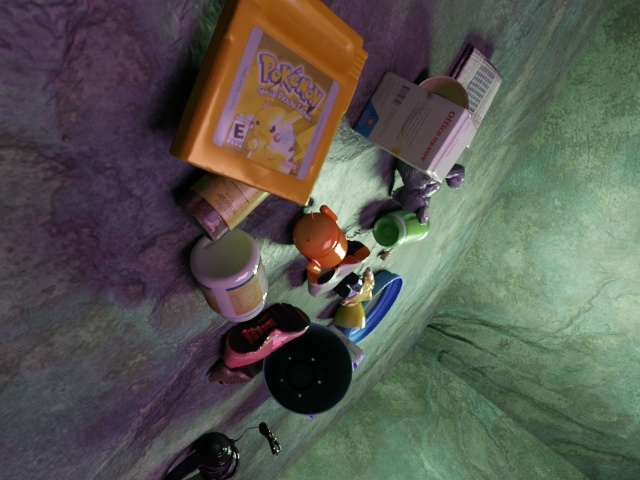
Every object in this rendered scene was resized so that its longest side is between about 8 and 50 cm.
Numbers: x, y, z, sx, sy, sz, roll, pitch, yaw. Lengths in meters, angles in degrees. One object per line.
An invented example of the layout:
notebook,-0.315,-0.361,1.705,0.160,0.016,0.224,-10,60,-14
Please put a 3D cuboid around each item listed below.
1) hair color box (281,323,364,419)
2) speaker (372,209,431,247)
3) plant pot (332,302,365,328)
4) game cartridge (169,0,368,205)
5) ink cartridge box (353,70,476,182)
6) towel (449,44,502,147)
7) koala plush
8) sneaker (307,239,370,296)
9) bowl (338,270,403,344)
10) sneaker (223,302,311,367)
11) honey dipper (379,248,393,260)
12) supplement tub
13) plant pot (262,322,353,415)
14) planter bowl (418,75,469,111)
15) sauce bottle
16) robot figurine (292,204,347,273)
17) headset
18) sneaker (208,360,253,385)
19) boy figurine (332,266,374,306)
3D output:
hair color box,0.005,0.534,1.936,0.339,0.185,0.110,-46,155,-14
speaker,0.311,-0.048,1.775,0.297,0.131,0.131,-12,133,-55
plant pot,0.122,0.291,1.913,0.134,0.134,0.095,-3,102,-60
game cartridge,-0.066,-0.243,0.787,0.285,0.053,0.323,16,100,-47
ink cartridge box,0.245,-0.285,1.208,0.171,0.233,0.168,-58,155,12
towel,0.484,-0.449,1.586,0.312,0.056,0.324,4,118,-55
koala plush,0.327,-0.177,1.578,0.204,0.196,0.221,-19,141,-33
sneaker,0.053,0.093,1.563,0.263,0.099,0.121,-28,154,-30
bowl,0.228,0.305,2.155,0.391,0.077,0.391,-40,152,-26
sneaker,-0.168,0.290,1.430,0.314,0.116,0.136,-16,147,-43
honey dipper,0.306,0.033,1.992,0.161,0.031,0.030,-38,152,-37
supplement tub,-0.193,0.081,1.032,0.144,0.144,0.199,-42,154,-23
plant pot,-0.056,0.448,1.617,0.293,0.293,0.235,-43,171,-21
planter bowl,0.332,-0.381,1.359,0.162,0.162,0.109,-57,-178,9
sauce bottle,-0.114,-0.148,0.909,0.344,0.111,0.111,-46,155,-18
robot figurine,0.000,-0.002,1.287,0.158,0.128,0.219,-41,156,0
headset,-0.343,0.777,1.645,0.394,0.185,0.243,-31,150,-19
sneaker,-0.275,0.408,1.442,0.071,0.066,0.188,-36,150,3
boy figurine,0.143,0.177,1.819,0.177,0.092,0.285,-55,156,3
